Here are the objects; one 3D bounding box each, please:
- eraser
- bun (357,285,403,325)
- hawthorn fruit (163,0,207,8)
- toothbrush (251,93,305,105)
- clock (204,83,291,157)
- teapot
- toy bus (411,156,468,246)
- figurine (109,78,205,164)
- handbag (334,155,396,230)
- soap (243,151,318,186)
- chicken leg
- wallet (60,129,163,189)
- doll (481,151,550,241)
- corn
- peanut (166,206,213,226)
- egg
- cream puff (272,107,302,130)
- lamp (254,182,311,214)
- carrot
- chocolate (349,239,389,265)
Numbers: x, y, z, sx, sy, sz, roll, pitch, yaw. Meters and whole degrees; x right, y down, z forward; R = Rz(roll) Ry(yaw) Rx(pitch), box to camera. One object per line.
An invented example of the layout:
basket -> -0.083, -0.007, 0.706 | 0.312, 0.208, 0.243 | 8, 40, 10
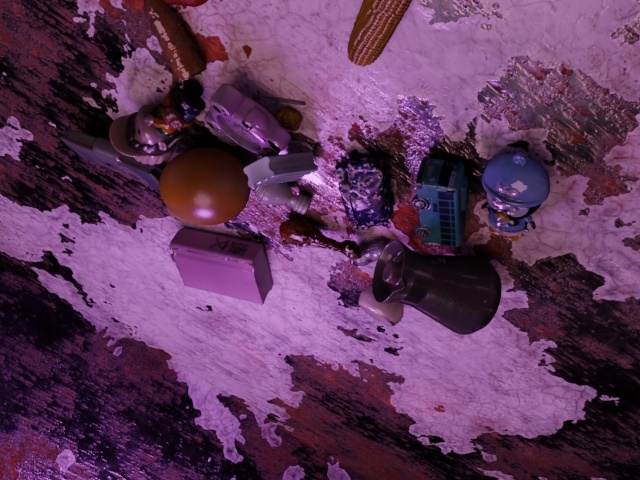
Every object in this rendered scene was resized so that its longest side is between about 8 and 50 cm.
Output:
eraser -> -0.386, 0.099, 2.341 | 0.360, 0.122, 0.272 | 12, 141, 18
bun -> 0.228, 0.224, 2.152 | 0.173, 0.119, 0.173 | 33, 172, 6
hawthorn fruit -> -0.323, -0.649, 1.410 | 0.205, 0.205, 0.253 | 19, 148, 8
toothbrush -> -0.122, -0.403, 1.718 | 0.167, 0.011, 0.014 | 12, 144, 15
clock -> -0.211, -0.335, 1.731 | 0.248, 0.090, 0.227 | 36, 167, -10
teapot -> 0.352, 0.127, 1.854 | 0.344, 0.300, 0.253 | 18, 108, -17
toy bus -> 0.349, -0.107, 1.714 | 0.147, 0.128, 0.256 | 7, 140, 19
figurine -> -0.477, -0.359, 1.844 | 0.333, 0.185, 0.204 | -21, 154, 22
handbag -> 0.135, -0.146, 1.794 | 0.162, 0.113, 0.260 | -2, 133, 21
soap -> -0.116, -0.214, 1.783 | 0.119, 0.198, 0.066 | -17, 89, 41
chicken leg -> 0.000, 0.000, 2.034 | 0.305, 0.093, 0.113 | 19, 151, 16
wallet -> -0.703, -0.282, 2.060 | 0.361, 0.083, 0.252 | 22, 169, 3
doll -> 0.516, -0.120, 1.601 | 0.177, 0.141, 0.314 | 26, 149, 26
corn -> 0.142, -0.529, 1.371 | 0.106, 0.106, 0.305 | 27, 146, -3
peanut -> -0.461, -0.103, 2.172 | 0.215, 0.090, 0.098 | 15, 128, 14
egg -> -0.376, -0.175, 1.921 | 0.323, 0.250, 0.250 | 6, 138, 34
cream puff -> -0.096, -0.354, 1.729 | 0.083, 0.083, 0.058 | 25, 98, 18
lamp -> -0.124, -0.149, 1.940 | 0.193, 0.106, 0.106 | 24, 142, -11
carrot -> -0.412, -0.562, 1.630 | 0.102, 0.101, 0.263 | -5, 129, 32
chocolate -> 0.166, 0.044, 2.022 | 0.167, 0.072, 0.072 | -22, 122, 41
